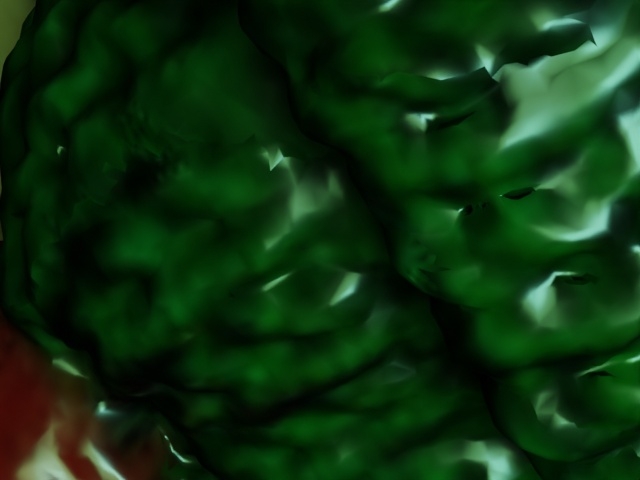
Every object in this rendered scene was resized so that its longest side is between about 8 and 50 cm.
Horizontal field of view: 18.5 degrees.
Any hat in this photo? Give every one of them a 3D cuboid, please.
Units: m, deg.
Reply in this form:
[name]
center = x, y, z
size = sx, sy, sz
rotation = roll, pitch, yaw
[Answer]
[hat]
center = 0.000, 0.000, 0.501
size = 0.332, 0.242, 0.274
rotation = -33, 95, 7
